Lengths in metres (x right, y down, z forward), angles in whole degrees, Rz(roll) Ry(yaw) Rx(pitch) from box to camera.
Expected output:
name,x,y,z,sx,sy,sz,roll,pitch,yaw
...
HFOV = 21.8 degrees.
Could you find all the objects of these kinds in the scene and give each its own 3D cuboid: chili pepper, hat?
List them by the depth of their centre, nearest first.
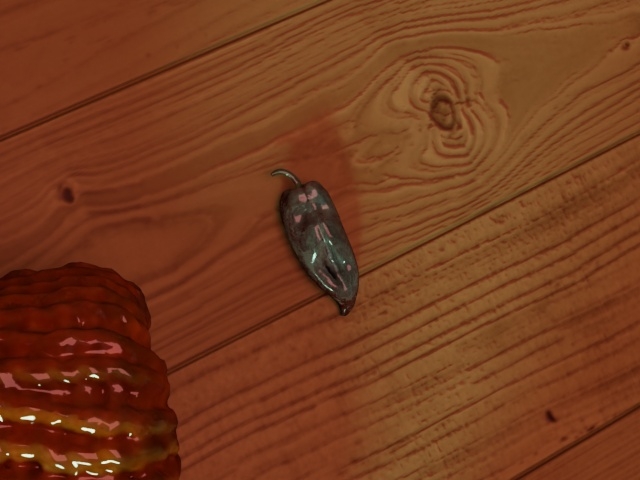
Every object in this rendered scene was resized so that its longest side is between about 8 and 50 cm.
name,x,y,z,sx,sy,sz,roll,pitch,yaw
hat,-0.310,0.162,1.277,0.400,0.285,0.285,-2,87,-20
chili pepper,0.000,0.000,1.537,0.050,0.041,0.153,-20,97,19
